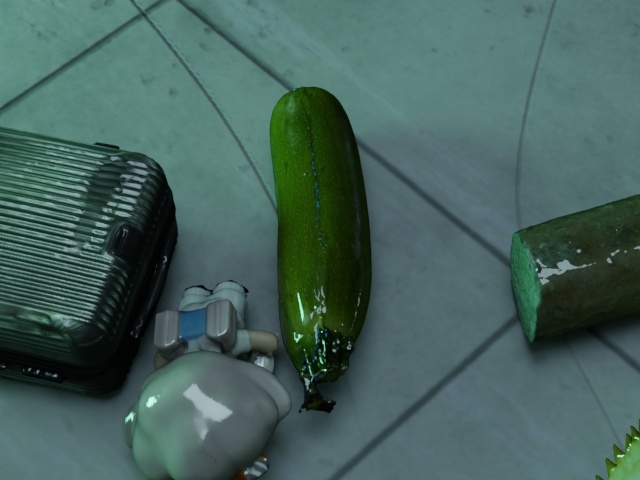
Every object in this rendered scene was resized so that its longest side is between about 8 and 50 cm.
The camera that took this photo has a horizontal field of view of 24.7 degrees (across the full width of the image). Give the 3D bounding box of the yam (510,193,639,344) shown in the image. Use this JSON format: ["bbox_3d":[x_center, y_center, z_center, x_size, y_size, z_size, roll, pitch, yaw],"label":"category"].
[{"bbox_3d":[0.282,0.005,1.221,0.259,0.106,0.106,-15,56,-7],"label":"yam"}]

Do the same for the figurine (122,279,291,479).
[{"bbox_3d":[-0.090,0.121,1.161,0.137,0.112,0.229,-4,46,6],"label":"figurine"}]

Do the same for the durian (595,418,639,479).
[{"bbox_3d":[0.237,0.278,0.999,0.172,0.166,0.306,19,59,12],"label":"durian"}]

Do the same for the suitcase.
[{"bbox_3d":[-0.285,0.006,1.231,0.312,0.128,0.202,12,59,10],"label":"suitcase"}]

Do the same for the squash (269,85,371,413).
[{"bbox_3d":[0.001,-0.001,1.248,0.087,0.087,0.331,-3,52,0],"label":"squash"}]
